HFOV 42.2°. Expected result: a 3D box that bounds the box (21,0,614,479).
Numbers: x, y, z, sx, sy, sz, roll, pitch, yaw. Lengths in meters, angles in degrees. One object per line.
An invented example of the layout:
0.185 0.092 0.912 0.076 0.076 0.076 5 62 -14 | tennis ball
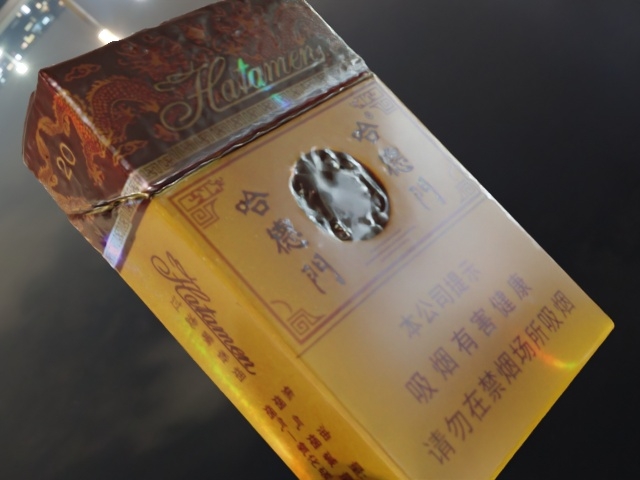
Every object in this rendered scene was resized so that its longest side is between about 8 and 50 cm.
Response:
-0.001 0.000 0.648 0.264 0.415 0.116 -35 170 -39 | box
